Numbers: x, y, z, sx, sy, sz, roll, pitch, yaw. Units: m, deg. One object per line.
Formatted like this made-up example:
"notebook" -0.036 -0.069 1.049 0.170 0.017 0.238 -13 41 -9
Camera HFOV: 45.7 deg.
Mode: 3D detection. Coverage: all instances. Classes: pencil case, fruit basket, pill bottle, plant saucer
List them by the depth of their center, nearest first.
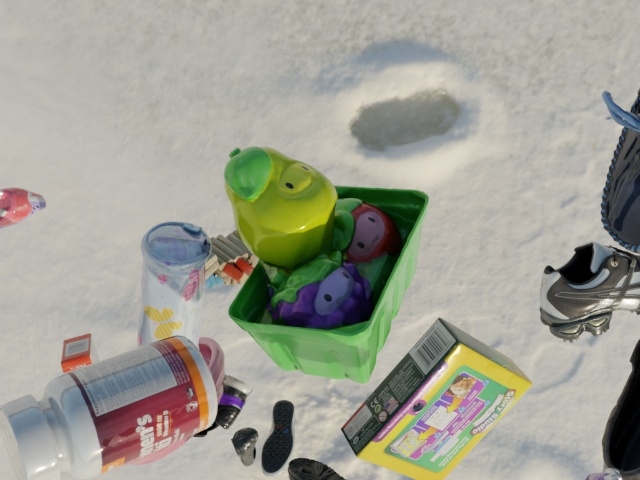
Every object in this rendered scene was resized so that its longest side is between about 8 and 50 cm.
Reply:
"pill bottle" -0.241 0.197 0.870 0.221 0.121 0.121 -18 84 -33
"fruit basket" 0.000 0.000 1.262 0.282 0.392 0.392 5 70 25
"pencil case" -0.250 0.101 1.281 0.113 0.273 0.124 12 33 0
"plant saucer" -0.326 0.342 1.574 0.332 0.332 0.084 -44 112 -24

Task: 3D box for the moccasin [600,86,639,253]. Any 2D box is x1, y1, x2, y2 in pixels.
"moccasin" 0.313 -0.135 0.644 0.116 0.342 0.137 -16 40 -37

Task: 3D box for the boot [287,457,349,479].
"boot" 0.007 0.311 0.850 0.045 0.121 0.099 -14 116 -52

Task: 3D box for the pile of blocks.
"pile of blocks" -0.174 0.058 1.606 0.112 0.149 0.362 34 29 29

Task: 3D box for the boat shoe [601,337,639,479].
"boat shoe" 0.431 0.152 0.868 0.355 0.132 0.130 -58 134 -19

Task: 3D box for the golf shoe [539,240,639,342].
"golf shoe" 0.333 0.037 0.837 0.198 0.077 0.094 -23 113 -11

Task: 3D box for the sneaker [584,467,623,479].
"sneaker" 0.218 0.287 0.661 0.236 0.104 0.095 -44 116 -55

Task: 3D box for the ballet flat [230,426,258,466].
"ballet flat" -0.128 0.375 1.377 0.049 0.173 0.058 -22 72 -9

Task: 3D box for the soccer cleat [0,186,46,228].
"soccer cleat" -0.631 -0.045 1.447 0.095 0.248 0.083 -1 77 -56

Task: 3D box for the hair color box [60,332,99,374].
"hair color box" -0.399 0.257 1.308 0.053 0.093 0.167 -15 110 -11

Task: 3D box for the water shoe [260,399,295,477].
"water shoe" -0.089 0.471 1.765 0.072 0.080 0.203 5 43 8

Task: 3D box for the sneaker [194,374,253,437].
"sneaker" -0.303 0.391 1.808 0.102 0.293 0.146 43 56 -39

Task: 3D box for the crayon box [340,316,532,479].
"crayon box" 0.280 0.395 1.808 0.313 0.106 0.363 31 104 -38
